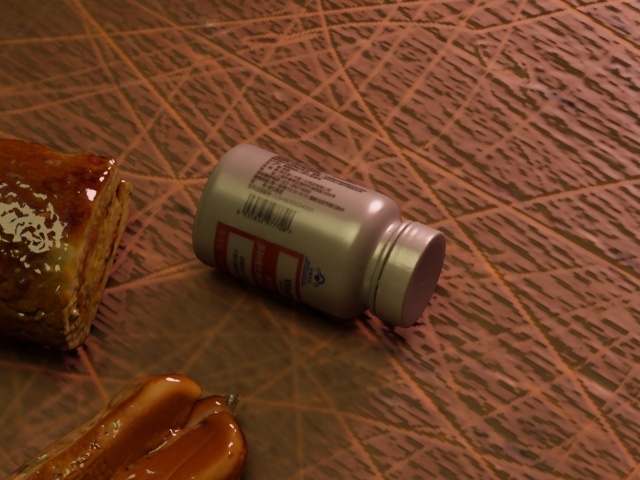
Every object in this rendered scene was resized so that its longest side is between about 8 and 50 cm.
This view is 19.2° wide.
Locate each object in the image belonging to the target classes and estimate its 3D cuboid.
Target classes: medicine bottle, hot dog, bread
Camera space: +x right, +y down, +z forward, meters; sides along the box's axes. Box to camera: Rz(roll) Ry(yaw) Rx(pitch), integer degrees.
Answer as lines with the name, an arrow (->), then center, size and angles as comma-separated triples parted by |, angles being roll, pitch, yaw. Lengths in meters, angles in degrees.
medicine bottle -> 0.000, 0.000, 1.137 | 0.140, 0.079, 0.079 | 22, 59, 18
hot dog -> -0.130, 0.155, 1.048 | 0.236, 0.062, 0.092 | -36, 75, -25
bread -> -0.213, -0.008, 1.145 | 0.172, 0.103, 0.132 | 11, 63, 8
